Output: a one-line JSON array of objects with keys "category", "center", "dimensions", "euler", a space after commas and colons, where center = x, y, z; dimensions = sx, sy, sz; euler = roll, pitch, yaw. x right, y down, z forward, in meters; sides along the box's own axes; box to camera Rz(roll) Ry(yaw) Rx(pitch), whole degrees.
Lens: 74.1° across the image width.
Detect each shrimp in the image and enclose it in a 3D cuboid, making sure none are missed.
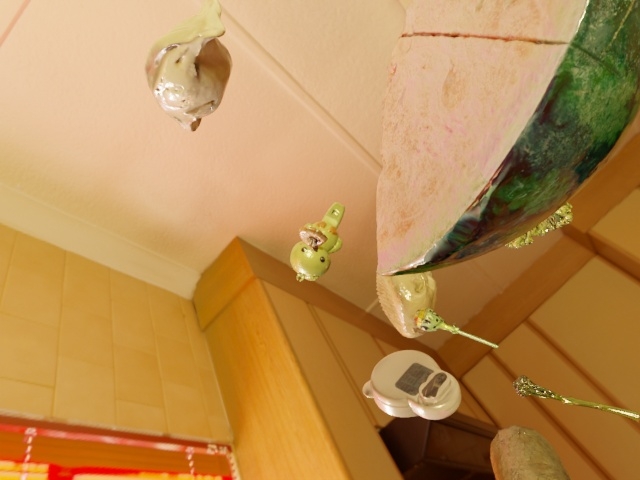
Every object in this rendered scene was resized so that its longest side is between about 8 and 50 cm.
[{"category": "shrimp", "center": [-0.010, -0.001, 0.899], "dimensions": [0.059, 0.023, 0.108], "euler": [1, -25, 21]}]

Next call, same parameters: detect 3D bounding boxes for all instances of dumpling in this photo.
[{"category": "dumpling", "center": [-0.309, -0.426, 1.017], "dimensions": [0.187, 0.243, 0.318], "euler": [14, -27, -17]}]

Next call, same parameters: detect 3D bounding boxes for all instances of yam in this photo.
[{"category": "yam", "center": [0.458, 0.535, 0.899], "dimensions": [0.161, 0.268, 0.161], "euler": [2, -78, 9]}]

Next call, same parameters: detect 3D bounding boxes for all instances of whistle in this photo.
[{"category": "whistle", "center": [0.000, -0.001, 1.356], "dimensions": [0.141, 0.141, 0.294], "euler": [35, -102, -41]}]

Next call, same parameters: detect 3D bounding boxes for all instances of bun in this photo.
[{"category": "bun", "center": [0.382, 0.241, 1.865], "dimensions": [0.234, 0.362, 0.326], "euler": [-13, -19, -13]}]

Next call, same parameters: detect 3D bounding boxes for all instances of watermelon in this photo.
[{"category": "watermelon", "center": [0.205, -0.134, 0.406], "dimensions": [0.222, 0.319, 0.292], "euler": [14, -25, -27]}]

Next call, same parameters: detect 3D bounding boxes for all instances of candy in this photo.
[{"category": "candy", "center": [0.488, 0.325, 1.533], "dimensions": [0.083, 0.305, 0.091], "euler": [-67, -18, -12]}]

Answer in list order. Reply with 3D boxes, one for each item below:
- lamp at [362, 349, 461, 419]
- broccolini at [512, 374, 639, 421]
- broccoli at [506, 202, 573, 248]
[{"category": "lamp", "center": [0.230, 0.362, 1.036], "dimensions": [0.179, 0.246, 0.108], "euler": [-39, -65, -28]}, {"category": "broccolini", "center": [0.495, 0.315, 0.830], "dimensions": [0.044, 0.218, 0.042], "euler": [-63, -30, -31]}, {"category": "broccoli", "center": [0.514, -0.140, 1.008], "dimensions": [0.252, 0.221, 0.361], "euler": [-17, -21, -19]}]
